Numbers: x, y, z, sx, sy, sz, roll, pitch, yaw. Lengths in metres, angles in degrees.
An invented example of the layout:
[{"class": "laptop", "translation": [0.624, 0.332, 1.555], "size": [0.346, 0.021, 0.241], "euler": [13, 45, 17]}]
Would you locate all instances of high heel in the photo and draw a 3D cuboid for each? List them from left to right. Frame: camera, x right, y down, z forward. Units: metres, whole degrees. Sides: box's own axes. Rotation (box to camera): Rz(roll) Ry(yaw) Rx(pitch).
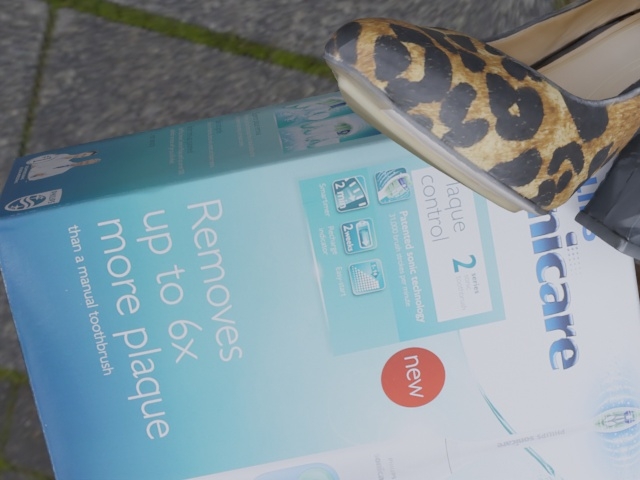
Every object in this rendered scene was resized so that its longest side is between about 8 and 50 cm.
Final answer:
[{"class": "high heel", "translation": [0.114, -0.099, 0.649], "size": [0.093, 0.261, 0.186], "euler": [38, 103, 37]}]

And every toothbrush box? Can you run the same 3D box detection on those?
[{"class": "toothbrush box", "translation": [0.006, 0.043, 0.829], "size": [0.295, 0.126, 0.216], "euler": [-11, 108, -2]}]

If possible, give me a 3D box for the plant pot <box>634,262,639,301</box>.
[{"class": "plant pot", "translation": [0.265, 0.086, 1.469], "size": [0.165, 0.167, 0.167], "euler": [15, 103, -11]}]
